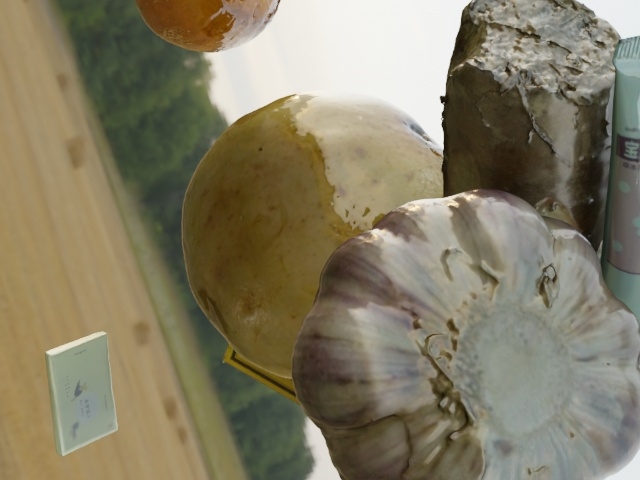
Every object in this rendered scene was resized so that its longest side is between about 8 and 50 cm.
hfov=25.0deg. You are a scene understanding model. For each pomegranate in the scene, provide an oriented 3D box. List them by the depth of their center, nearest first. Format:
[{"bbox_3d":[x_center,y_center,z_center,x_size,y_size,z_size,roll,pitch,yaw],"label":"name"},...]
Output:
[{"bbox_3d":[0.014,-0.007,1.413,0.307,0.307,0.307,161,-90,-84],"label":"pomegranate"}]

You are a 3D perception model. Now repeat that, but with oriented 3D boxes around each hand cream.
[{"bbox_3d":[0.226,-0.009,1.001,0.058,0.085,0.331,-99,-174,-50],"label":"hand cream"}]

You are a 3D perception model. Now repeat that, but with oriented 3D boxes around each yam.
[{"bbox_3d":[0.155,-0.056,1.047,0.128,0.129,0.238,37,-36,37],"label":"yam"}]

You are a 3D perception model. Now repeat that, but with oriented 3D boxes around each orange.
[{"bbox_3d":[-0.138,-0.311,1.682,0.193,0.161,0.193,13,75,-55],"label":"orange"}]

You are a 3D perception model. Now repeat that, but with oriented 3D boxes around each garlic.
[{"bbox_3d":[0.093,0.083,0.957,0.160,0.245,0.244,-5,-75,67],"label":"garlic"}]

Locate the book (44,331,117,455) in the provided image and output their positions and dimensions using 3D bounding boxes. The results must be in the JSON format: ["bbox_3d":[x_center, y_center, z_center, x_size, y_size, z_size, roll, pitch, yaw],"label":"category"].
[{"bbox_3d":[-0.244,0.156,1.476,0.014,0.077,0.110,9,-70,40],"label":"book"}]

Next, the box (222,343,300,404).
[{"bbox_3d":[0.051,0.121,1.676,0.084,0.302,0.192,-16,130,-61],"label":"box"}]
